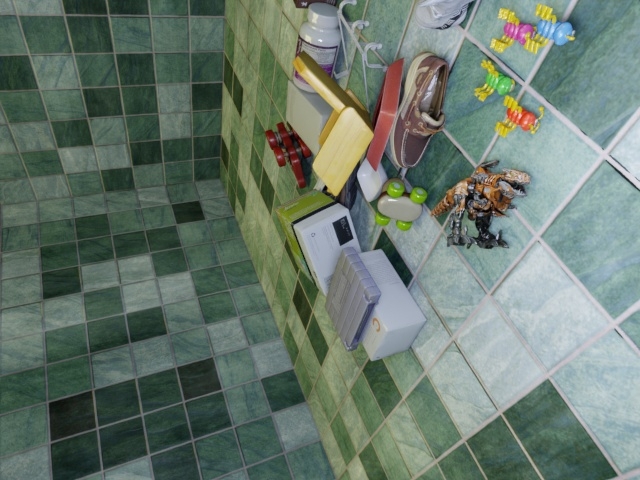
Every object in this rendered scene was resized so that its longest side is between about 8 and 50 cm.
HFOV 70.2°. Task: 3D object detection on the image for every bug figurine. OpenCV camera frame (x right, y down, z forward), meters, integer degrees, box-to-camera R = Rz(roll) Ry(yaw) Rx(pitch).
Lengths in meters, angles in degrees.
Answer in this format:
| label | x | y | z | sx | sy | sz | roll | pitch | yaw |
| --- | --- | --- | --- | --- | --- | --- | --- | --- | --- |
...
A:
| label | x | y | z | sx | sy | sz | roll | pitch | yaw |
| --- | --- | --- | --- | --- | --- | --- | --- | --- | --- |
| bug figurine | 0.445 | -0.383 | 1.007 | 0.279 | 0.072 | 0.216 | 95 | 159 | -43 |

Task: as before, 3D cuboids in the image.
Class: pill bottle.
| label | x | y | z | sx | sy | sz | roll | pitch | yaw |
| --- | --- | --- | --- | --- | --- | --- | --- | --- | --- |
| pill bottle | -0.010 | -0.752 | 1.784 | 0.301 | 0.169 | 0.169 | 106 | 145 | -47 |

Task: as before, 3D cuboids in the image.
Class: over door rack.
| label | x | y | z | sx | sy | sz | roll | pitch | yaw |
| --- | --- | --- | --- | --- | --- | --- | --- | --- | --- |
| over door rack | 0.139 | -0.633 | 1.598 | 0.324 | 0.108 | 0.239 | 92 | 158 | -63 |

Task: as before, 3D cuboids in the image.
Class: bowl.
| label | x | y | z | sx | sy | sz | roll | pitch | yaw |
| --- | --- | --- | --- | --- | --- | --- | --- | --- | --- |
| bowl | 0.199 | -0.231 | 1.683 | 0.142 | 0.053 | 0.141 | 119 | 135 | -58 |

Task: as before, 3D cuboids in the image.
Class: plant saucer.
| label | x | y | z | sx | sy | sz | roll | pitch | yaw |
| --- | --- | --- | --- | --- | --- | --- | --- | --- | --- |
| plant saucer | 0.196 | -0.392 | 1.423 | 0.258 | 0.048 | 0.259 | 103 | 179 | -59 |

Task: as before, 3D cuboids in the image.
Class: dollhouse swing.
| label | x | y | z | sx | sy | sz | roll | pitch | yaw |
| --- | --- | --- | --- | --- | --- | --- | --- | --- | --- |
| dollhouse swing | -0.008 | -0.380 | 1.462 | 0.315 | 0.305 | 0.346 | -58 | 12 | 25 |

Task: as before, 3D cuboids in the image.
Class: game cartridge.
| label | x | y | z | sx | sy | sz | roll | pitch | yaw |
| --- | --- | --- | --- | --- | --- | --- | --- | --- | --- |
| game cartridge | 0.109 | 0.216 | 1.661 | 0.355 | 0.068 | 0.230 | 105 | 150 | -45 |

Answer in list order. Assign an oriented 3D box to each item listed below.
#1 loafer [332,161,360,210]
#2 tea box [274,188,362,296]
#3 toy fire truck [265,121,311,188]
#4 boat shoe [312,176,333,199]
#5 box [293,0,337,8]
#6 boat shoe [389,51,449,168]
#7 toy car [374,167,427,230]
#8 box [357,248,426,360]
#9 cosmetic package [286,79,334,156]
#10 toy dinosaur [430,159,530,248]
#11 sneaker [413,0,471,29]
| label | x | y | z | sx | sy | sz | roll | pitch | yaw |
| --- | --- | --- | --- | --- | --- | --- | --- | --- | --- |
| loafer | 0.091 | -0.236 | 1.787 | 0.095 | 0.109 | 0.302 | 22 | 146 | 16 |
| tea box | 0.000 | 0.000 | 1.944 | 0.323 | 0.220 | 0.328 | 41 | 154 | 58 |
| toy fire truck | -0.154 | -0.439 | 2.310 | 0.253 | 0.170 | 0.302 | 80 | 168 | -58 |
| boat shoe | 0.020 | -0.219 | 2.056 | 0.258 | 0.095 | 0.084 | 102 | 153 | -45 |
| box | -0.027 | -1.010 | 1.708 | 0.168 | 0.167 | 0.203 | 126 | 129 | -60 |
| boat shoe | 0.296 | -0.356 | 1.318 | 0.123 | 0.123 | 0.341 | -127 | 40 | -49 |
| toy car | 0.264 | -0.157 | 1.523 | 0.188 | 0.149 | 0.155 | -82 | 8 | -45 |
| box | 0.212 | 0.237 | 1.718 | 0.215 | 0.168 | 0.345 | 105 | 147 | -46 |
| cosmetic package | -0.014 | -0.521 | 1.919 | 0.365 | 0.155 | 0.196 | -123 | 31 | -41 |
| toy dinosaur | 0.411 | -0.090 | 1.191 | 0.322 | 0.165 | 0.218 | 118 | 154 | -83 |
| sneaker | 0.289 | -0.610 | 1.091 | 0.366 | 0.210 | 0.137 | -167 | 69 | -66 |
